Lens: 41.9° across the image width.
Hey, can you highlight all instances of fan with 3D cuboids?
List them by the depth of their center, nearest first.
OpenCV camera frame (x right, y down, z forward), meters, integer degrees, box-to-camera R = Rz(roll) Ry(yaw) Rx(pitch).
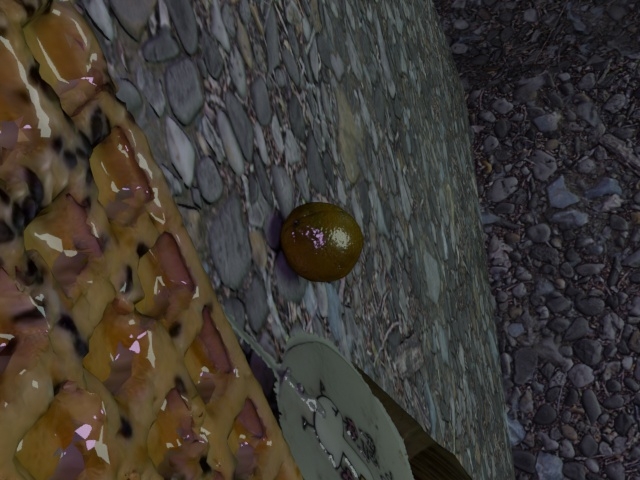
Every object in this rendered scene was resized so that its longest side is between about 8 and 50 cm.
[{"bbox_3d":[-0.015,0.122,0.670,0.415,0.012,0.233,51,19,-27],"label":"fan"}]

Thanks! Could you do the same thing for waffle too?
[{"bbox_3d":[-0.127,0.094,0.365,0.261,0.114,0.376,-72,147,-53],"label":"waffle"}]

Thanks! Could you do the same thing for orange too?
[{"bbox_3d":[0.000,0.000,0.872,0.095,0.085,0.085,41,41,-53],"label":"orange"}]

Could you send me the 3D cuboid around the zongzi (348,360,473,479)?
[{"bbox_3d":[0.024,0.359,0.726,0.467,0.218,0.500,51,28,16],"label":"zongzi"}]
